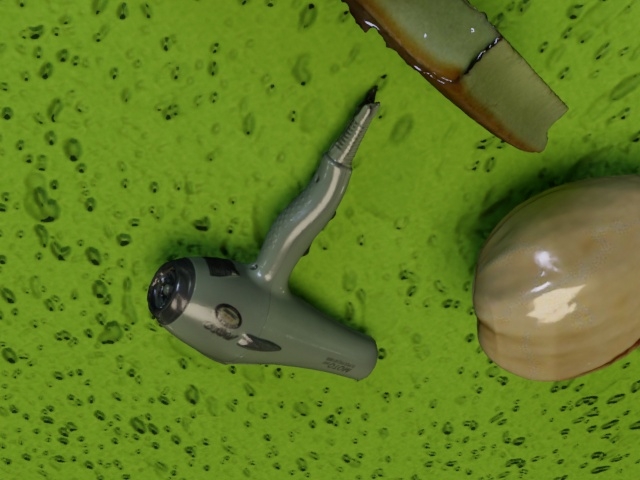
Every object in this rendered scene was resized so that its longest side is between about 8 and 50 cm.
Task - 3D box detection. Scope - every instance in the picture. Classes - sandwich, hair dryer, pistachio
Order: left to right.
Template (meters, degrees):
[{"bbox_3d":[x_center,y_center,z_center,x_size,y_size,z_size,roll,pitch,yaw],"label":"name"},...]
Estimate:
[{"bbox_3d":[0.010,0.028,0.922,0.267,0.092,0.229,-40,130,6],"label":"hair dryer"},{"bbox_3d":[0.067,-0.173,0.759,0.063,0.245,0.212,-42,156,14],"label":"sandwich"},{"bbox_3d":[0.233,0.026,0.901,0.229,0.157,0.157,-25,126,-3],"label":"pistachio"}]
